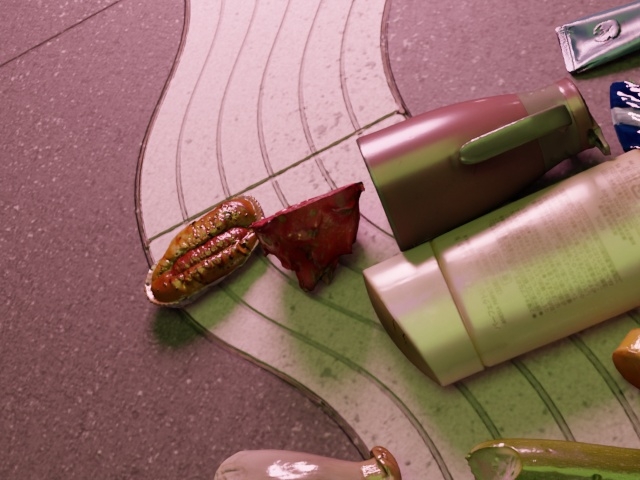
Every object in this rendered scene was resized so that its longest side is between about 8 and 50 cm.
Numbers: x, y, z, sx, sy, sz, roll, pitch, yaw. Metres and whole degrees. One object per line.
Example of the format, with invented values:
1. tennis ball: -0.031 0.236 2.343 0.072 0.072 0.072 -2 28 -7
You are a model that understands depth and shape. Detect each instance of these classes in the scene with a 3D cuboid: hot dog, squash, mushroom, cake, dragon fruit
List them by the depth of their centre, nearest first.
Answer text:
1. squash: 0.259 0.233 0.960 0.239 0.069 0.069 1 61 23
2. cake: 0.338 0.126 0.984 0.084 0.084 0.044 23 69 32
3. mushroom: -0.015 0.269 1.044 0.212 0.088 0.097 -9 25 11
4. dragon fruit: 0.000 0.000 1.201 0.153 0.153 0.111 -21 98 10
5. hot dog: -0.149 0.017 1.272 0.192 0.053 0.099 -38 50 -5

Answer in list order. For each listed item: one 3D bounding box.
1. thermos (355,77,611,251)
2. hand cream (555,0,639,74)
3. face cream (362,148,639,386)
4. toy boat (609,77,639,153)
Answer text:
1. thermos: 0.188 -0.101 1.137 0.265 0.176 0.146 -22 90 6
2. hand cream: 0.412 -0.276 1.225 0.224 0.048 0.083 -18 58 18
3. face cream: 0.229 0.036 1.083 0.348 0.081 0.173 -25 58 7
4. toy boat: 0.481 -0.169 1.112 0.291 0.070 0.210 -31 55 0
